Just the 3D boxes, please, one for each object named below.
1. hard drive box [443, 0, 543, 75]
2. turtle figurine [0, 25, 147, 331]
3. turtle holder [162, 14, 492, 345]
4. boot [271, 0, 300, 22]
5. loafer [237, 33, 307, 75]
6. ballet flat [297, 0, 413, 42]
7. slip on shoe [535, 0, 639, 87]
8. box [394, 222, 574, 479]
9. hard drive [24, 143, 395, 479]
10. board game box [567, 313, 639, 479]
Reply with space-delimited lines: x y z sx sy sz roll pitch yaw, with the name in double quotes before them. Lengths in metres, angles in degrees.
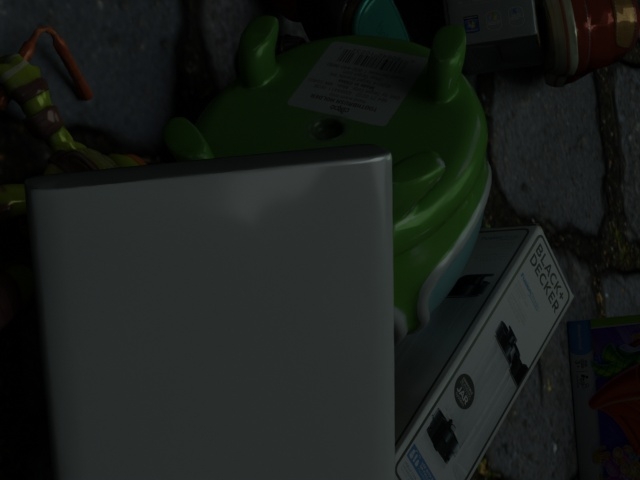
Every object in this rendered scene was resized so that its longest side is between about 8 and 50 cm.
"hard drive box" 0.170 -0.303 1.370 0.181 0.089 0.232 6 76 -79
"turtle figurine" -0.176 -0.006 0.915 0.217 0.087 0.269 -37 112 -49
"turtle holder" 0.018 -0.007 1.035 0.227 0.243 0.320 79 4 -46
"boot" -0.060 -0.242 1.151 0.084 0.059 0.158 -52 123 -29
"loafer" -0.006 -0.111 1.177 0.170 0.061 0.062 52 45 -33
"ballet flat" 0.057 -0.141 1.214 0.095 0.096 0.280 -52 138 -22
"slip on shoe" 0.295 -0.237 1.480 0.331 0.101 0.123 -52 133 -81
"box" 0.080 0.112 1.129 0.290 0.169 0.087 -54 124 -37
"hard drive" -0.064 0.120 0.889 0.233 0.047 0.353 -7 109 -16
"board game box" 0.414 0.253 1.496 0.078 0.233 0.347 9 75 -51
